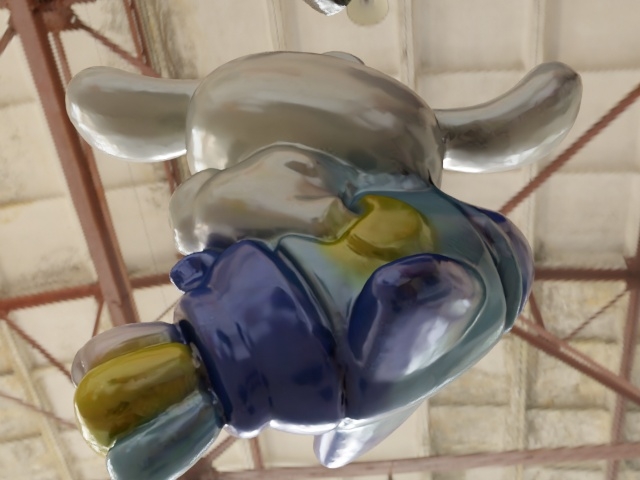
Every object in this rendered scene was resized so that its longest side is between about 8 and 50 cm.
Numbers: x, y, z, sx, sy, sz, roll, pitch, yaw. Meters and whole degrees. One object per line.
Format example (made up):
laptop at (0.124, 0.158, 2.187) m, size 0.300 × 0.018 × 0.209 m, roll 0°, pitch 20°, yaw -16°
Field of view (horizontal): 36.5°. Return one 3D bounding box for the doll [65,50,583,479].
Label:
doll at (0.003, 0.006, 0.649) m, size 0.376 × 0.366 × 0.187 m, roll -11°, pitch -42°, yaw 14°

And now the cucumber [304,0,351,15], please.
cucumber at (-0.050, -0.304, 0.967) m, size 0.078 × 0.062 × 0.211 m, roll 10°, pitch -13°, yaw 47°
